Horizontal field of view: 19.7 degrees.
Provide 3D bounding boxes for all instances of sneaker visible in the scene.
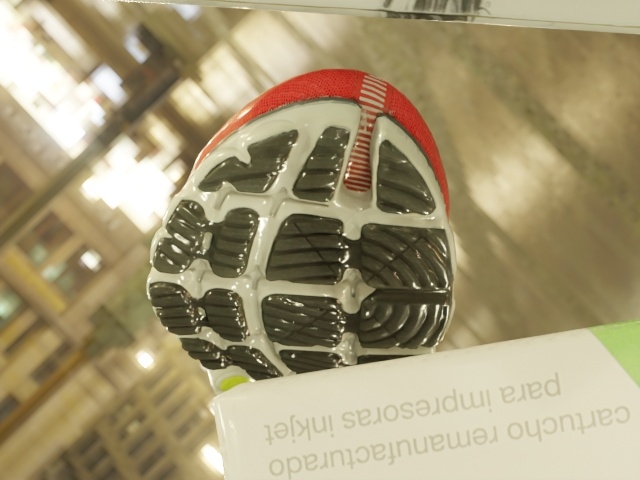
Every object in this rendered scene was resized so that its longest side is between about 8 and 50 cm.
[{"bbox_3d":[0.000,0.000,0.703,0.107,0.118,0.279,8,155,3],"label":"sneaker"}]

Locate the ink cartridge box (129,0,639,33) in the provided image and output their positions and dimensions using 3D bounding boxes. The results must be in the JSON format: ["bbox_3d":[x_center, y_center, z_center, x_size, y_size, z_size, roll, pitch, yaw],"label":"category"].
[{"bbox_3d":[0.044,-0.134,0.563,0.289,0.122,0.211,3,-167,-6],"label":"ink cartridge box"}]

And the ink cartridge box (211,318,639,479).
[{"bbox_3d":[0.096,0.159,0.453,0.115,0.198,0.273,40,-139,-74],"label":"ink cartridge box"}]
